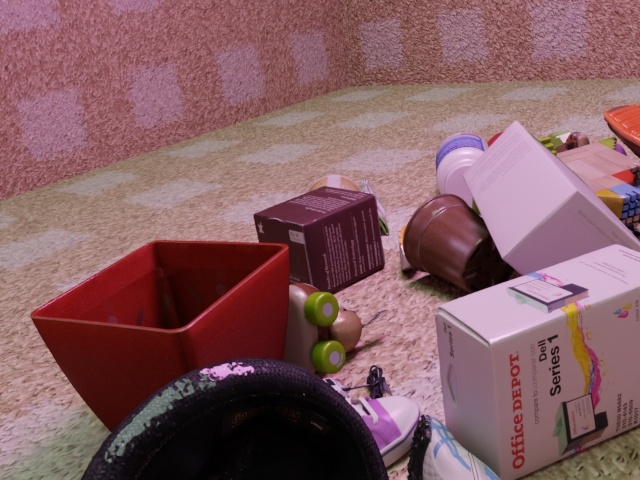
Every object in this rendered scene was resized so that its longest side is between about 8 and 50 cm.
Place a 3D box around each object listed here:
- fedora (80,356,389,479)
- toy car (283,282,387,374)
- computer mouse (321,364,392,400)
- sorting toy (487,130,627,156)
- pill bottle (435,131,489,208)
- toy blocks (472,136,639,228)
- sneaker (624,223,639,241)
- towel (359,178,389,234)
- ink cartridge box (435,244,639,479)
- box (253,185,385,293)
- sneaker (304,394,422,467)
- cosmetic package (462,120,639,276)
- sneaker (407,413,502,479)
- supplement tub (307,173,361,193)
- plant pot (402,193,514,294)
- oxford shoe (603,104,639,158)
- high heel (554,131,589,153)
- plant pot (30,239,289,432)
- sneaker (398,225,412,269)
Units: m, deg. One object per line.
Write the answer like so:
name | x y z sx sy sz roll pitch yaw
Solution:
fedora | -0.092 0.285 0.685 0.333 0.334 0.152 -24 -9 -34
toy car | 0.017 0.132 1.144 0.188 0.149 0.155 -12 7 -41
computer mouse | 0.007 0.231 1.005 0.192 0.042 0.106 -6 24 -6
sorting toy | 0.641 -0.222 1.892 0.365 0.127 0.126 5 -5 28
pill bottle | 0.370 -0.175 1.768 0.152 0.153 0.272 -5 20 12
toy blocks | 0.557 -0.090 1.468 0.381 0.191 0.261 -16 33 -17
sneaker | 0.548 0.009 1.286 0.152 0.085 0.058 0 22 26
towel | 0.136 -0.086 1.695 0.023 0.113 0.152 -32 18 11
ink cartridge box | 0.296 0.147 0.858 0.278 0.202 0.117 -17 22 -17
box | 0.000 0.000 1.442 0.203 0.167 0.168 -24 25 -34
sneaker | -0.002 0.219 0.868 0.281 0.161 0.102 -16 19 -19
cosmetic package | 0.384 -0.043 1.174 0.155 0.197 0.366 -47 18 19
sneaker | 0.159 0.275 0.778 0.086 0.085 0.237 13 12 -14
supplement tub | 0.034 -0.074 1.659 0.144 0.145 0.200 -8 20 5
plant pot | 0.270 0.015 1.308 0.166 0.167 0.165 -18 29 -22
oxford shoe | 0.751 -0.184 1.532 0.129 0.133 0.364 -18 40 -7
high heel | 0.562 -0.200 1.704 0.186 0.093 0.261 5 -15 25
plant pot | -0.199 0.159 1.007 0.267 0.236 0.267 2 24 28
sneaker | 0.218 0.002 1.465 0.083 0.084 0.215 4 23 22
